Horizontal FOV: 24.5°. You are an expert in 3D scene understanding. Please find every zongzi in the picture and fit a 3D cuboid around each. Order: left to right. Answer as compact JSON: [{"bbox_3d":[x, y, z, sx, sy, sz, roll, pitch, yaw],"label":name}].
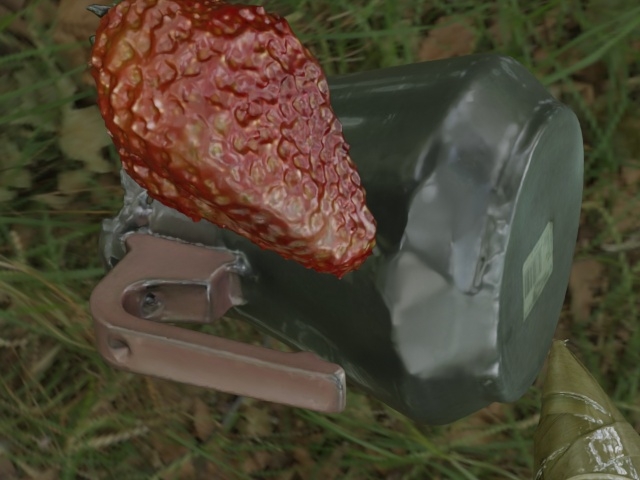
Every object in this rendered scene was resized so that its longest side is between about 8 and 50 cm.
[{"bbox_3d":[0.194,0.162,0.831,0.189,0.081,0.178,33,41,-27],"label":"zongzi"}]

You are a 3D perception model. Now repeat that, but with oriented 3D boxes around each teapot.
[{"bbox_3d":[0.000,0.000,1.209,0.376,0.361,0.305,-53,146,-48],"label":"teapot"}]

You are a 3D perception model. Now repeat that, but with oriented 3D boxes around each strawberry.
[{"bbox_3d":[-0.072,-0.066,0.973,0.236,0.107,0.175,28,124,16],"label":"strawberry"}]
